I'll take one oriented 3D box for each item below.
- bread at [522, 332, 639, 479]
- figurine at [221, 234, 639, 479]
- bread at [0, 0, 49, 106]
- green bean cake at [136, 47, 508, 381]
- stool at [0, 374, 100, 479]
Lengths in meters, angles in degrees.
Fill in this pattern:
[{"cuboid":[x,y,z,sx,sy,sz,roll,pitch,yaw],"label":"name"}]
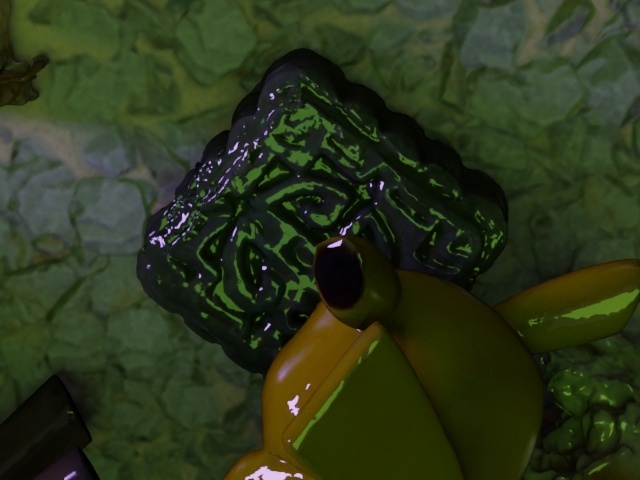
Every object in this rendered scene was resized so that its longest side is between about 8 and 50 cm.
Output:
[{"cuboid":[0.162,0.208,1.003,0.192,0.171,0.314,25,108,-10],"label":"bread"},{"cuboid":[0.025,0.135,0.868,0.218,0.169,0.327,17,90,-39],"label":"figurine"},{"cuboid":[-0.254,-0.138,0.943,0.152,0.127,0.147,6,108,17],"label":"bread"},{"cuboid":[0.000,0.000,0.986,0.185,0.094,0.183,38,106,-5],"label":"green bean cake"},{"cuboid":[-0.189,0.230,0.986,0.178,0.272,0.272,-28,106,-7],"label":"stool"}]
